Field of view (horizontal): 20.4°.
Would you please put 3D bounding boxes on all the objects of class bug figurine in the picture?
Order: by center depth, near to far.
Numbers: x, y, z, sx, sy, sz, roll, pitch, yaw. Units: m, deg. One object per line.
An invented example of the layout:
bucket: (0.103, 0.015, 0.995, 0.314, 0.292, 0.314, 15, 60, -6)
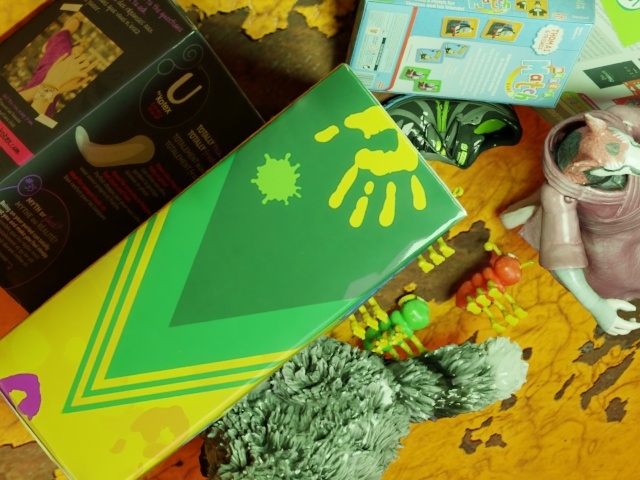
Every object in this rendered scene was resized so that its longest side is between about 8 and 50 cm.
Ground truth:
bug figurine: (0.108, 0.042, 1.961, 0.216, 0.072, 0.279, -35, 144, 12)

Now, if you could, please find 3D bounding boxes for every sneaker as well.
sneaker: (0.126, -0.110, 1.828, 0.188, 0.078, 0.067, -12, 135, -24)

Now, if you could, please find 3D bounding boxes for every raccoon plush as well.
raccoon plush: (0.041, 0.253, 1.881, 0.446, 0.299, 0.216, -15, 146, -3)

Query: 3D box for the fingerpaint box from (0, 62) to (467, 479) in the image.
fingerpaint box: (-0.070, 0.034, 1.569, 0.371, 0.163, 0.445, -39, 180, 1)

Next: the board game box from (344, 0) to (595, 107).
board game box: (0.137, -0.187, 1.683, 0.212, 0.039, 0.160, 6, 154, -5)

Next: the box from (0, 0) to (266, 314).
box: (-0.209, -0.093, 1.548, 0.270, 0.143, 0.165, -38, 142, -1)

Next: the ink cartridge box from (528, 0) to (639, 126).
ink cartridge box: (0.290, -0.242, 1.747, 0.272, 0.130, 0.309, -12, 152, 31)

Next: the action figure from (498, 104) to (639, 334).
action figure: (0.303, -0.067, 1.808, 0.248, 0.276, 0.370, -44, 151, 2)

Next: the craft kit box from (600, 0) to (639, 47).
craft kit box: (0.313, -0.322, 1.486, 0.247, 0.061, 0.250, -23, 107, 23)
